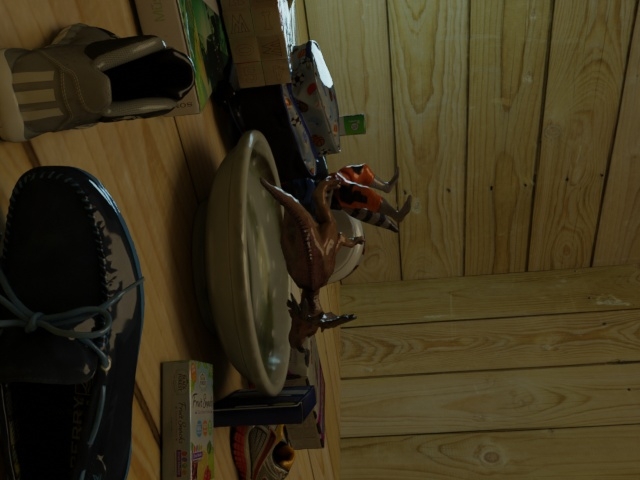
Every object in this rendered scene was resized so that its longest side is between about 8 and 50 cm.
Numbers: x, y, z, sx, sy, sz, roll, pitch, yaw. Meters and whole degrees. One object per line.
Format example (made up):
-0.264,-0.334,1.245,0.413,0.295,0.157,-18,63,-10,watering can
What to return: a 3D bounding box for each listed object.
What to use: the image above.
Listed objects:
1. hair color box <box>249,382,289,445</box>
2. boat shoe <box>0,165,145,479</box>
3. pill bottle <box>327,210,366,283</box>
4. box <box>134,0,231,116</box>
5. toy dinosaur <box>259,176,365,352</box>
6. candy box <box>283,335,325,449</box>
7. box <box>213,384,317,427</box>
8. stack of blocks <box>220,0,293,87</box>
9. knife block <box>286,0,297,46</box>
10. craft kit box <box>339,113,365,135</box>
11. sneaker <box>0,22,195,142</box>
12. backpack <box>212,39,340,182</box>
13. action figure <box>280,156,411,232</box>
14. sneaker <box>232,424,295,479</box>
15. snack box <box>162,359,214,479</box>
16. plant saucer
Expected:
-0.095,0.332,1.290,0.093,0.053,0.167,-76,159,-76,hair color box
-0.167,0.079,0.445,0.089,0.109,0.258,-40,124,-79,boat shoe
0.000,0.000,1.684,0.392,0.224,0.224,30,55,-84,pill bottle
-0.180,-0.331,0.902,0.322,0.058,0.232,-85,169,-58,box
-0.014,0.034,1.012,0.296,0.127,0.200,70,23,-52,toy dinosaur
-0.039,0.270,1.279,0.159,0.071,0.233,-89,172,-49,candy box
-0.085,0.253,1.014,0.225,0.136,0.036,47,40,-81,box
-0.105,-0.409,1.020,0.171,0.087,0.297,-90,173,-49,stack of blocks
-0.102,-0.466,1.701,0.276,0.088,0.242,-87,172,-57,knife block
-0.001,-0.305,1.813,0.250,0.246,0.061,-59,148,-80,craft kit box
-0.159,-0.131,0.541,0.229,0.132,0.086,-82,167,-65,sneaker
-0.077,-0.269,1.255,0.276,0.213,0.263,74,2,-52,backpack
0.016,-0.074,1.387,0.341,0.330,0.178,-92,-175,-51,action figure
-0.086,0.391,1.119,0.088,0.092,0.225,-86,170,-59,sneaker
-0.157,0.217,0.797,0.100,0.037,0.141,69,17,-75,snack box
-0.119,0.036,1.018,0.400,0.100,0.400,-5,90,-84,plant saucer
